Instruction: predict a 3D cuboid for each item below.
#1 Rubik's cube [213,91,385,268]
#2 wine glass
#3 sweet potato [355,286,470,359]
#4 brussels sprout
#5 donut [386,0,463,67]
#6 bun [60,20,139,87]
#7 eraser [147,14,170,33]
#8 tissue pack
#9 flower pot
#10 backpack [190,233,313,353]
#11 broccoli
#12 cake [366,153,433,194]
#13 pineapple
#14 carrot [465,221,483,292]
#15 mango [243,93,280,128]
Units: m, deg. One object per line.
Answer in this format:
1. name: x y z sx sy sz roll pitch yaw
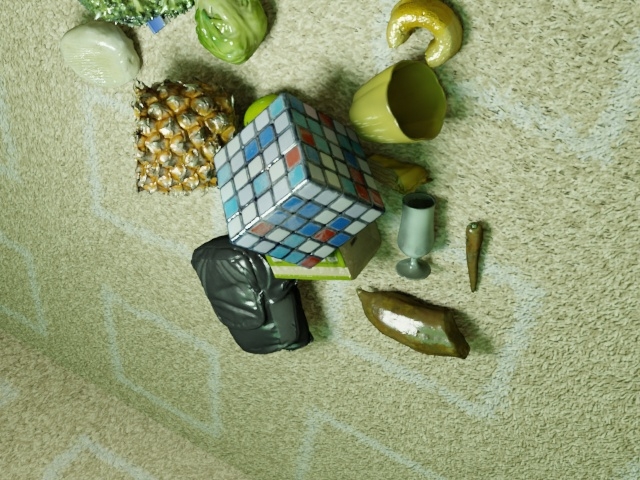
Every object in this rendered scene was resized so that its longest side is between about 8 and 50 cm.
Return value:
1. Rubik's cube: -0.059 -0.142 1.806 0.293 0.292 0.287 -39 142 28
2. wine glass: 0.257 -0.012 1.941 0.103 0.103 0.231 16 129 24
3. sweet potato: 0.262 0.241 2.111 0.369 0.158 0.158 17 132 23
4. brussels sprout: -0.235 -0.554 1.819 0.223 0.161 0.223 40 144 37
5. donut: 0.230 -0.471 1.611 0.181 0.078 0.146 32 139 7
6. bun: -0.638 -0.556 2.111 0.231 0.133 0.231 8 147 5
7. eraser: -0.467 -0.628 2.009 0.063 0.027 0.085 -19 112 44
8. tissue pack: 0.000 0.000 2.059 0.274 0.200 0.167 -2 124 36
9. flower pot: 0.171 -0.312 1.711 0.179 0.195 0.195 -9 119 53
10. backpack: -0.199 0.177 2.314 0.363 0.255 0.446 -1 115 39
11. broccoli: -0.524 -0.752 1.814 0.353 0.275 0.397 -16 124 -1
12. cake: 0.206 -0.187 1.885 0.185 0.116 0.080 36 144 55
13. pineapple: -0.371 -0.282 1.979 0.300 0.352 0.352 -6 129 -7
14. carrot: 0.410 0.049 1.928 0.049 0.049 0.254 15 135 26
15. mango: -0.139 -0.281 1.982 0.175 0.143 0.293 39 146 5
